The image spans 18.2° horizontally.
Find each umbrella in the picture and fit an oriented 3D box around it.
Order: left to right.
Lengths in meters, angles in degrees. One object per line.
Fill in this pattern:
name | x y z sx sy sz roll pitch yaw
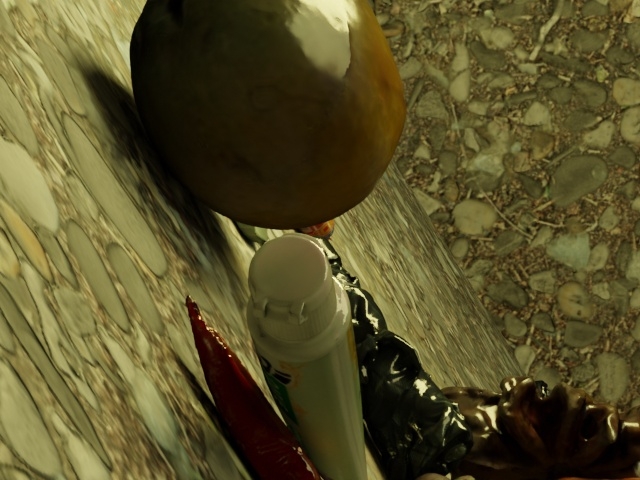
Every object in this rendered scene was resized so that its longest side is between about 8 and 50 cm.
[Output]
umbrella | 0.034 0.083 1.497 0.071 0.080 0.224 3 44 -39

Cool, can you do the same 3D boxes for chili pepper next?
chili pepper | -0.027 0.107 1.043 0.178 0.027 0.045 59 0 -10

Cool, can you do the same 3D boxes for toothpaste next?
toothpaste | -0.001 0.081 1.069 0.314 0.056 0.058 80 21 -63

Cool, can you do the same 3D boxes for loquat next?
loquat | -0.033 -0.099 1.308 0.179 0.179 0.227 61 9 18

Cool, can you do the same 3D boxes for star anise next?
star anise | 0.198 0.175 1.667 0.220 0.214 0.099 38 51 -37

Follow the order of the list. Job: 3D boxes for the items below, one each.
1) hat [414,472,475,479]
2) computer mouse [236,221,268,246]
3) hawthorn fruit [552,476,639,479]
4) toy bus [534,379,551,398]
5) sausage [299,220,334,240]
hat | 0.079 0.187 1.433 0.042 0.058 0.087 36 7 -5
computer mouse | -0.060 -0.044 1.471 0.110 0.032 0.056 59 7 -1
hawthorn fruit | 0.227 0.287 1.580 0.179 0.179 0.200 -112 -176 -55
toy bus | 0.196 0.218 1.950 0.317 0.112 0.138 22 48 -78
sausage | -0.020 -0.038 1.748 0.129 0.034 0.034 53 9 -42
